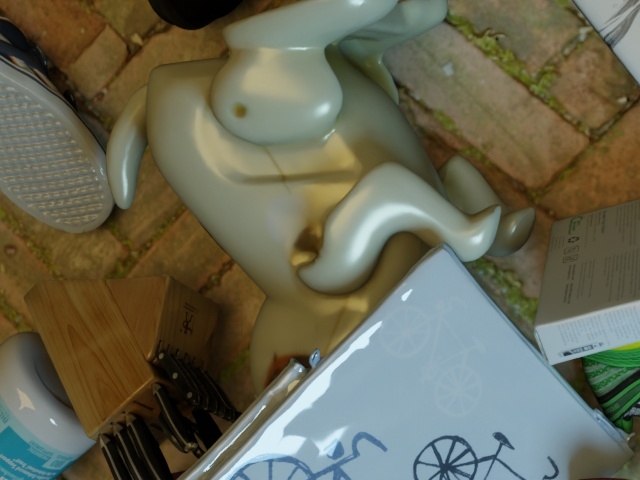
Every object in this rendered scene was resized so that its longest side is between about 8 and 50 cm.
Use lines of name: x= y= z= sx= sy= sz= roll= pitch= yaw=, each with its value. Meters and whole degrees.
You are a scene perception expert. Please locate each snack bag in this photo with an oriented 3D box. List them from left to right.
snack bag: x=0.076 y=0.206 z=1.290 sx=0.342 sy=0.037 sz=0.323 roll=-46 pitch=116 yaw=-3

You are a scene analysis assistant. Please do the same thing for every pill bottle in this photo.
pill bottle: x=-0.364 y=0.229 z=1.581 sx=0.264 sy=0.146 sz=0.146 roll=-41 pitch=76 yaw=15

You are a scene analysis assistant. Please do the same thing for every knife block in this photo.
knife block: x=-0.199 y=0.161 z=1.479 sx=0.276 sy=0.088 sz=0.242 roll=-2 pitch=66 yaw=36

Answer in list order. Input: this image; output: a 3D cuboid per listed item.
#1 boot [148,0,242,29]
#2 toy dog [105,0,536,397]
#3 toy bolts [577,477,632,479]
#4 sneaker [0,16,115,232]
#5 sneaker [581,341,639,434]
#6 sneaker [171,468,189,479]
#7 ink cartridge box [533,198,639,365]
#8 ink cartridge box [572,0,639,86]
boot: x=-0.020 y=-0.341 z=1.424 sx=0.260 sy=0.131 sz=0.348 roll=31 pitch=100 yaw=43
toy dog: x=0.000 y=0.000 z=1.374 sx=0.396 sy=0.284 sz=0.407 roll=-16 pitch=90 yaw=9
toy bolts: x=0.318 y=0.300 z=1.314 sx=0.159 sy=0.218 sz=0.228 roll=-7 pitch=99 yaw=-9
sneaker: x=-0.335 y=-0.151 z=1.601 sx=0.126 sy=0.127 sz=0.321 roll=-40 pitch=100 yaw=21
sneaker: x=0.375 y=0.104 z=1.281 sx=0.344 sy=0.134 sz=0.146 roll=-5 pitch=110 yaw=52
sneaker: x=-0.099 y=0.361 z=1.472 sx=0.102 sy=0.161 sz=0.282 roll=-44 pitch=76 yaw=13
ink cartridge box: x=0.306 y=0.014 z=1.299 sx=0.224 sy=0.223 sz=0.045 roll=-18 pitch=110 yaw=21
ink cartridge box: x=0.297 y=-0.219 z=1.307 sx=0.121 sy=0.211 sz=0.289 roll=-38 pitch=76 yaw=15
